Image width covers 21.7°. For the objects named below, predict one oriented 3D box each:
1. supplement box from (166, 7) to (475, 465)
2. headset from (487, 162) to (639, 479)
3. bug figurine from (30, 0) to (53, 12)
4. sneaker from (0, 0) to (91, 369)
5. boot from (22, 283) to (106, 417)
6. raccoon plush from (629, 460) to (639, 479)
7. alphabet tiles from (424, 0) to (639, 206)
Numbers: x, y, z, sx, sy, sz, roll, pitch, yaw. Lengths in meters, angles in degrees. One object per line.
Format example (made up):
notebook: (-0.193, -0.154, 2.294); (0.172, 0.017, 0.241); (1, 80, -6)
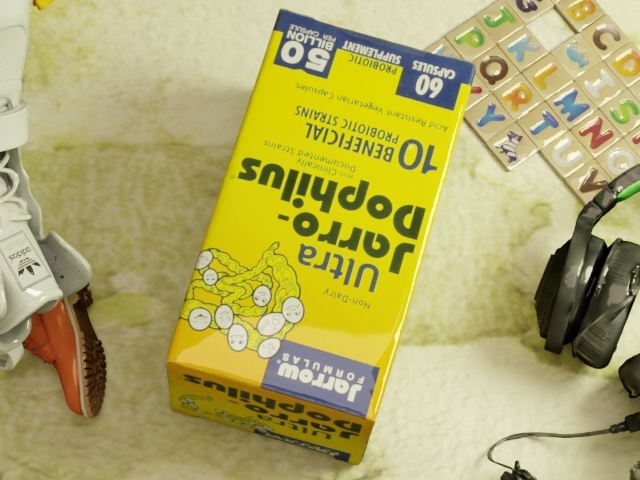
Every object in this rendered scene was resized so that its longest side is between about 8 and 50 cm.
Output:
supplement box: (0.000, 0.000, 1.560); (0.194, 0.195, 0.357); (16, 71, 3)
headset: (0.298, 0.091, 1.549); (0.243, 0.185, 0.394); (41, 91, 11)
bug figurine: (-0.400, -0.188, 1.610); (0.279, 0.072, 0.216); (-43, 36, -16)
sneaker: (-0.291, -0.055, 1.491); (0.210, 0.366, 0.137); (42, 37, 18)
boot: (-0.254, 0.100, 1.592); (0.084, 0.059, 0.158); (-17, 73, 6)
raccoon plush: (0.269, 0.369, 1.435); (0.446, 0.299, 0.216); (-28, 53, -27)
alphabet tiles: (0.246, -0.154, 1.726); (0.198, 0.009, 0.237); (-35, 76, -14)
